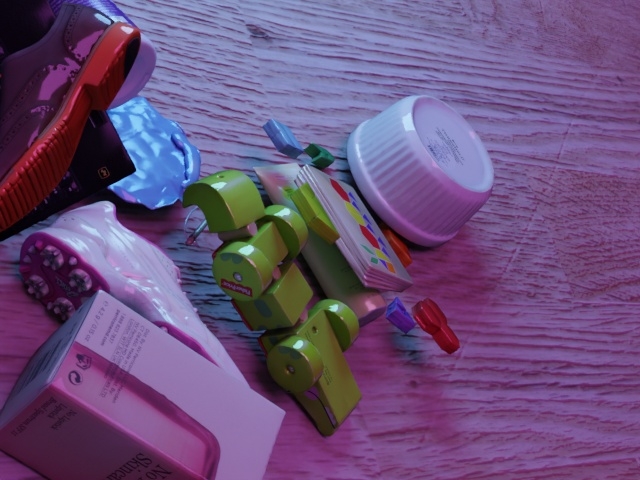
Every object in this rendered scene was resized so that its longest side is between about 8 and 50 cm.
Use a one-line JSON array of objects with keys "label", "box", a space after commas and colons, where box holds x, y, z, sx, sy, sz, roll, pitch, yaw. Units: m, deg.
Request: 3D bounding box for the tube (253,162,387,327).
[{"label": "tube", "box": [0.000, 0.000, 1.538, 0.062, 0.070, 0.240, -29, 74, -7]}]

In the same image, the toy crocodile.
[{"label": "toy crocodile", "box": [-0.050, 0.073, 1.391, 0.115, 0.105, 0.340, -49, 118, -46]}]

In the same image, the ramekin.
[{"label": "ramekin", "box": [0.148, -0.105, 1.679, 0.207, 0.109, 0.207, 31, 39, -29]}]

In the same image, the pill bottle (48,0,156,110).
[{"label": "pill bottle", "box": [-0.288, -0.250, 1.403, 0.108, 0.108, 0.193, -20, 59, -47]}]

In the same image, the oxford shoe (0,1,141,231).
[{"label": "oxford shoe", "box": [-0.289, -0.121, 1.203, 0.098, 0.097, 0.271, 29, 67, 4]}]

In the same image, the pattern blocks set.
[{"label": "pattern blocks set", "box": [0.044, -0.009, 1.529, 0.285, 0.026, 0.325, 29, 27, -53]}]

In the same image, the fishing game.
[{"label": "fishing game", "box": [-0.227, -0.107, 1.430, 0.264, 0.041, 0.189, 36, 36, -8]}]

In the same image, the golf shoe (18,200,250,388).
[{"label": "golf shoe", "box": [-0.173, 0.076, 1.295, 0.306, 0.115, 0.140, 45, 38, -7]}]

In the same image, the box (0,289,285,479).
[{"label": "box", "box": [-0.178, 0.183, 1.185, 0.232, 0.148, 0.127, 36, 44, -16]}]

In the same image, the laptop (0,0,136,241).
[{"label": "laptop", "box": [-0.348, -0.111, 1.204, 0.264, 0.136, 0.234, -28, 100, -10]}]
